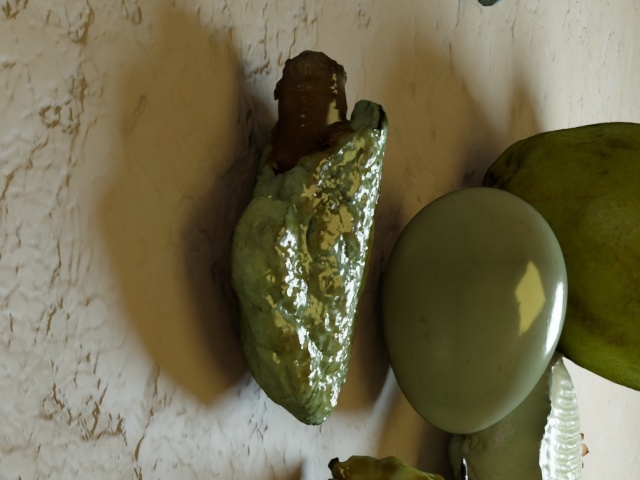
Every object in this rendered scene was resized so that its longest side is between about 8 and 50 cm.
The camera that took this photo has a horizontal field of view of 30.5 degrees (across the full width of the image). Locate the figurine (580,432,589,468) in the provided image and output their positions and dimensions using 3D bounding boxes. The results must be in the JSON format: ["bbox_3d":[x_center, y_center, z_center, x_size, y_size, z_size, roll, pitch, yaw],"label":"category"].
[{"bbox_3d":[0.312,0.285,1.646,0.195,0.111,0.102,30,81,-64],"label":"figurine"}]

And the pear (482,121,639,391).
[{"bbox_3d":[0.398,0.018,1.497,0.413,0.352,0.352,35,47,-11],"label":"pear"}]

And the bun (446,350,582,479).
[{"bbox_3d":[0.234,0.264,1.413,0.287,0.146,0.287,-1,90,-67],"label":"bun"}]

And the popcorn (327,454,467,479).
[{"bbox_3d":[0.073,0.285,1.070,0.168,0.173,0.195,-16,100,-50],"label":"popcorn"}]

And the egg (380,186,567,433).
[{"bbox_3d":[0.155,0.071,1.201,0.188,0.188,0.254,14,82,-64],"label":"egg"}]

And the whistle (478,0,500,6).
[{"bbox_3d":[0.262,-0.365,1.573,0.312,0.062,0.062,-38,123,-58],"label":"whistle"}]

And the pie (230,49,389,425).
[{"bbox_3d":[0.001,0.007,0.986,0.257,0.105,0.274,67,33,-55],"label":"pie"}]
